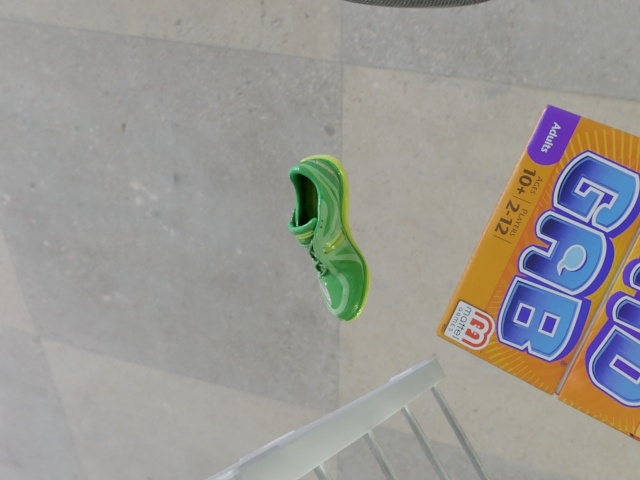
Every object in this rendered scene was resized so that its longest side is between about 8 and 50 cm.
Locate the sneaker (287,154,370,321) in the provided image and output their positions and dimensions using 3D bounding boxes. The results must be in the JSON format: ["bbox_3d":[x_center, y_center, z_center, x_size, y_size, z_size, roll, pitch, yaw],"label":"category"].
[{"bbox_3d":[0.000,0.000,1.234,0.109,0.124,0.295,-16,86,47],"label":"sneaker"}]

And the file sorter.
[{"bbox_3d":[-0.006,0.217,0.465,0.193,0.278,0.173,-34,76,25],"label":"file sorter"}]

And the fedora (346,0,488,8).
[{"bbox_3d":[0.054,-0.306,0.567,0.276,0.124,0.243,5,161,3],"label":"fedora"}]

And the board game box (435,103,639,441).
[{"bbox_3d":[0.441,0.059,1.072,0.356,0.356,0.356,26,95,22],"label":"board game box"}]
